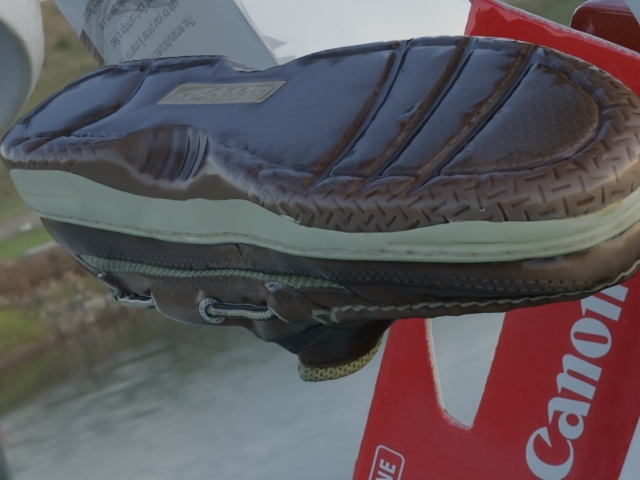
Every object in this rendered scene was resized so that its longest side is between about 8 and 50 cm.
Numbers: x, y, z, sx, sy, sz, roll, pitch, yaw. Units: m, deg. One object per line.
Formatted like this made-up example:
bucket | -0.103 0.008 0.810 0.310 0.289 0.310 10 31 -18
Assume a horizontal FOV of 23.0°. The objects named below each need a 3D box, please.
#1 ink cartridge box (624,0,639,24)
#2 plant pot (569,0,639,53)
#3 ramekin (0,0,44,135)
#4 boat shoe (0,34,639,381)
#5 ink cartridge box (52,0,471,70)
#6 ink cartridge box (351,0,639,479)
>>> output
ink cartridge box | 0.191 -0.172 0.550 0.239 0.275 0.060 -30 5 45
plant pot | 0.289 -0.049 0.926 0.236 0.267 0.267 -5 15 -27
ramekin | -0.302 -0.137 1.012 0.273 0.127 0.273 -19 -27 -10
boat shoe | 0.005 -0.004 0.493 0.095 0.095 0.257 -39 30 -29
ink cartridge box | -0.096 -0.236 1.176 0.166 0.395 0.285 -36 4 -23
ink cartridge box | 0.133 0.083 0.625 0.261 0.296 0.066 22 28 19
